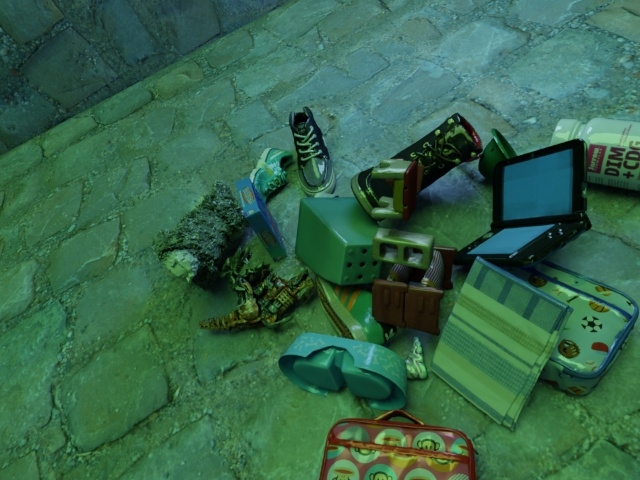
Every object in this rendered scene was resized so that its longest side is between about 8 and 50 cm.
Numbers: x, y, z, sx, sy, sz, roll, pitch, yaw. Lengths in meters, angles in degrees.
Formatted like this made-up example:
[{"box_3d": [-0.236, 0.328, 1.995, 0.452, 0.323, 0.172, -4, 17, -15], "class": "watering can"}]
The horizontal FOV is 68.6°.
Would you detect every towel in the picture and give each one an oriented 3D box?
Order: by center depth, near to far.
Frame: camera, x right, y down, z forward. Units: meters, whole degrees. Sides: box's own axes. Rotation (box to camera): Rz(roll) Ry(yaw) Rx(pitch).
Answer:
[{"box_3d": [0.344, 0.201, 0.930, 0.034, 0.285, 0.209, -4, 28, -43], "class": "towel"}]

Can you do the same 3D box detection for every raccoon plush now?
[{"box_3d": [-0.291, -0.019, 1.328, 0.299, 0.216, 0.446, -51, 26, -10], "class": "raccoon plush"}]

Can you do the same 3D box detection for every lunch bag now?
[{"box_3d": [0.147, 0.449, 0.884, 0.292, 0.120, 0.258, -2, 48, 20], "class": "lunch bag"}, {"box_3d": [0.471, 0.152, 0.986, 0.303, 0.115, 0.243, 31, 67, 37], "class": "lunch bag"}]

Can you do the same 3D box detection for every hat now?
[{"box_3d": [0.447, -0.191, 1.300, 0.183, 0.173, 0.208, -33, 6, 30], "class": "hat"}]

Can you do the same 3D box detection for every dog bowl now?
[{"box_3d": [0.052, 0.282, 1.031, 0.297, 0.166, 0.074, 4, 45, 26], "class": "dog bowl"}]

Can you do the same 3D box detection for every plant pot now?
[{"box_3d": [0.055, 0.009, 1.171, 0.165, 0.166, 0.234, -2, 26, -22], "class": "plant pot"}]

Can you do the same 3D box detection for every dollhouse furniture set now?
[{"box_3d": [0.211, -0.008, 1.009, 0.152, 0.375, 0.201, 9, 33, 21], "class": "dollhouse furniture set"}]

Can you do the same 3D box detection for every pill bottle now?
[{"box_3d": [0.723, -0.212, 1.141, 0.282, 0.160, 0.160, 18, 62, 34], "class": "pill bottle"}]

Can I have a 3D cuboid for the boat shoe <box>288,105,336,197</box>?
[{"box_3d": [-0.041, -0.297, 1.545, 0.127, 0.158, 0.341, -20, 47, 7], "class": "boat shoe"}]

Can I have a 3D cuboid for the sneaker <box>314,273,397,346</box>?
[{"box_3d": [0.079, 0.158, 1.168, 0.120, 0.108, 0.302, -18, 40, -16], "class": "sneaker"}]

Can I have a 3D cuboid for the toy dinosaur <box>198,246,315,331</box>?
[{"box_3d": [-0.180, 0.149, 1.256, 0.321, 0.164, 0.219, -17, 61, -13], "class": "toy dinosaur"}]

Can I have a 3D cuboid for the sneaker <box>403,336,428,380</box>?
[{"box_3d": [0.199, 0.267, 1.057, 0.069, 0.038, 0.098, -13, 48, 12], "class": "sneaker"}]

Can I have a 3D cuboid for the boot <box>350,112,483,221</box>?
[{"box_3d": [0.250, -0.189, 1.185, 0.284, 0.377, 0.138, -34, 86, 29], "class": "boot"}]

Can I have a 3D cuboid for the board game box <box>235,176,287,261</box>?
[{"box_3d": [-0.171, -0.059, 1.371, 0.047, 0.210, 0.160, -25, 48, 2], "class": "board game box"}]

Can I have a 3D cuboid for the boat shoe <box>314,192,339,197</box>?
[{"box_3d": [0.015, -0.087, 1.366, 0.081, 0.079, 0.228, -3, 26, 12], "class": "boat shoe"}]

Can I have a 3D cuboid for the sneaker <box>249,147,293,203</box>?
[{"box_3d": [-0.169, -0.209, 1.574, 0.109, 0.107, 0.276, 8, 58, 13], "class": "sneaker"}]

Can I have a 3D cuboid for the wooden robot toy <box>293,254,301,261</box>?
[{"box_3d": [0.000, 0.000, 1.347, 0.173, 0.076, 0.079, -23, 36, 4], "class": "wooden robot toy"}]

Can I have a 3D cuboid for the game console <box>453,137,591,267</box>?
[{"box_3d": [0.425, -0.072, 1.048, 0.250, 0.174, 0.293, -30, 6, -15], "class": "game console"}]
